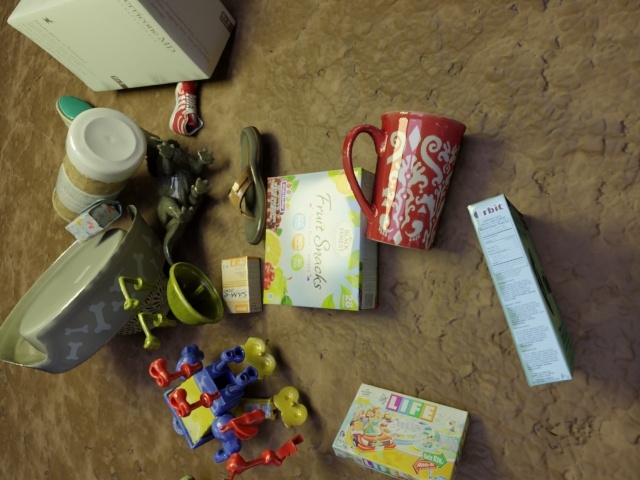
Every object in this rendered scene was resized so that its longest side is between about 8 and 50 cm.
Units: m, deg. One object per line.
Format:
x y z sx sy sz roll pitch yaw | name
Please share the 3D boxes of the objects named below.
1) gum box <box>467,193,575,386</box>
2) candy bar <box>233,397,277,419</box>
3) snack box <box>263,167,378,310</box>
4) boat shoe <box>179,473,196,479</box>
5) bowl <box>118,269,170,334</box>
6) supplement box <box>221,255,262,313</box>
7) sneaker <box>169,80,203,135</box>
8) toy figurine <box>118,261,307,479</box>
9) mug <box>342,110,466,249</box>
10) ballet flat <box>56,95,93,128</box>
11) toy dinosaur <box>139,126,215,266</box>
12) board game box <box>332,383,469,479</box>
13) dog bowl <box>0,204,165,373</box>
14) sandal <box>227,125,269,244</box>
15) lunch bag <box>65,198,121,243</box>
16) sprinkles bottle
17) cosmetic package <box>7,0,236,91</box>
0.228 0.051 0.480 0.041 0.157 0.184 -21 76 29 | gum box
-0.143 0.296 0.762 0.162 0.018 0.040 -11 79 30 | candy bar
0.000 0.000 0.673 0.175 0.070 0.206 0 87 32 | snack box
-0.229 0.532 0.764 0.074 0.080 0.223 8 95 26 | boat shoe
-0.353 0.126 0.852 0.170 0.080 0.170 -28 34 22 | bowl
-0.141 0.080 0.770 0.062 0.036 0.098 -9 81 31 | supplement box
-0.265 -0.270 0.872 0.067 0.042 0.118 28 108 34 | sneaker
-0.217 0.241 0.698 0.362 0.191 0.217 51 121 18 | toy figurine
0.106 -0.081 0.591 0.151 0.113 0.169 11 96 13 | mug
-0.557 -0.265 1.031 0.249 0.086 0.086 37 104 27 | ballet flat
-0.277 -0.093 0.836 0.160 0.121 0.313 -20 85 58 | toy dinosaur
0.107 0.258 0.572 0.154 0.103 0.026 4 129 31 | board game box
-0.441 0.092 0.817 0.349 0.102 0.348 -28 34 21 | dog bowl
-0.131 -0.097 0.747 0.090 0.060 0.219 -23 70 61 | sandal
-0.430 -0.042 0.825 0.071 0.083 0.053 -26 110 24 | lunch bag
-0.450 -0.128 0.853 0.356 0.121 0.121 -22 74 52 | sprinkles bottle
-0.388 -0.431 0.844 0.386 0.217 0.156 9 70 34 | cosmetic package
